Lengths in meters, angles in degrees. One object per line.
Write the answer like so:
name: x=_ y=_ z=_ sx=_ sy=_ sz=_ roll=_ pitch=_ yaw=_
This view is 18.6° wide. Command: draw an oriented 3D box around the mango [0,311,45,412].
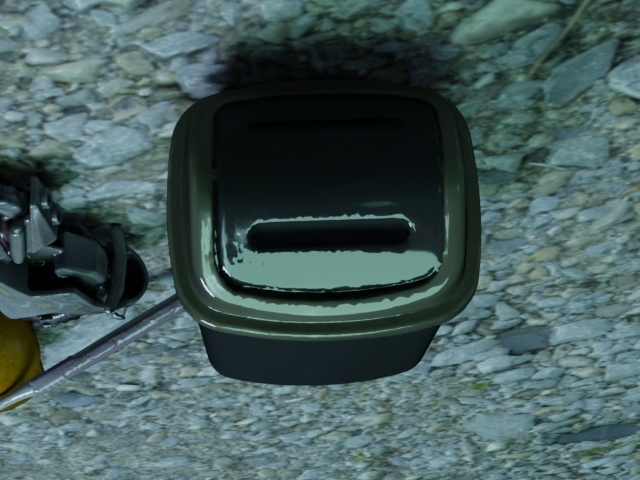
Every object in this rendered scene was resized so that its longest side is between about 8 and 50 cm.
mango: x=-0.298 y=0.103 z=1.681 sx=0.115 sy=0.089 sz=0.165 roll=-10 pitch=160 yaw=-7

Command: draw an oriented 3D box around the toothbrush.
toothbrush: x=-0.206 y=0.111 z=1.632 sx=0.354 sy=0.029 sz=0.024 roll=-31 pitch=176 yaw=11

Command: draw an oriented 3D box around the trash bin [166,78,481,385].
trash bin: x=0.000 y=0.000 z=1.369 sx=0.209 sy=0.182 sz=0.290 roll=-3 pitch=162 yaw=-3

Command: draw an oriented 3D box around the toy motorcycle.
toy motorcycle: x=-0.206 y=0.015 z=1.496 sx=0.123 sy=0.080 sz=0.215 roll=-6 pitch=152 yaw=8
